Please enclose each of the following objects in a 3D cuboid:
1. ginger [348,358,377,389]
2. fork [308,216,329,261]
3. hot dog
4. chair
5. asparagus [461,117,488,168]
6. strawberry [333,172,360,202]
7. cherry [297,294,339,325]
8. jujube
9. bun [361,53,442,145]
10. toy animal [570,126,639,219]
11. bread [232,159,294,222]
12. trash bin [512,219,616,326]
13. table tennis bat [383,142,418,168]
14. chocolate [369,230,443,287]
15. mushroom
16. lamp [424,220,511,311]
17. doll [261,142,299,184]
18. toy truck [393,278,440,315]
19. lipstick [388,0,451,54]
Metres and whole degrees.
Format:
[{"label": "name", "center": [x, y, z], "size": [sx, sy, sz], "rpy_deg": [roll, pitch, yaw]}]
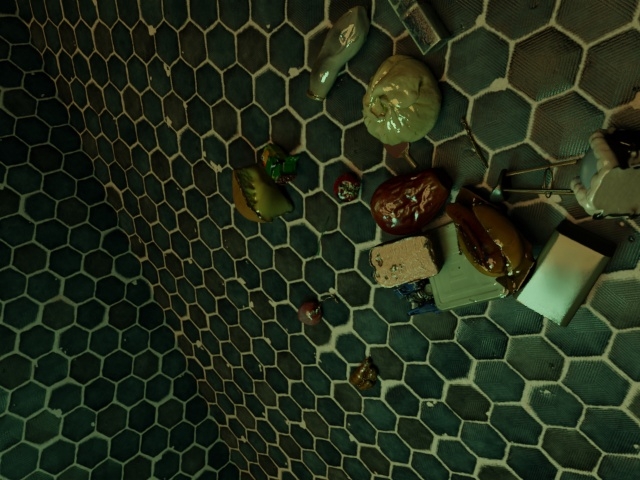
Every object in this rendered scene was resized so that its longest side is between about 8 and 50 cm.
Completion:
[{"label": "ginger", "center": [0.185, 0.571, 2.051], "size": [0.103, 0.073, 0.162], "rpy_deg": [41, 132, 18]}, {"label": "fork", "center": [0.002, 0.001, 1.956], "size": [0.021, 0.039, 0.235], "rpy_deg": [36, 128, 17]}, {"label": "hot dog", "center": [0.451, -0.005, 1.397], "size": [0.326, 0.107, 0.194], "rpy_deg": [48, 123, 37]}, {"label": "chair", "center": [0.572, -0.157, 1.329], "size": [0.222, 0.104, 0.095], "rpy_deg": [-3, 83, 38]}, {"label": "asparagus", "center": [0.445, -0.281, 1.428], "size": [0.166, 0.016, 0.013], "rpy_deg": [61, 169, -3]}, {"label": "strawberry", "center": [0.093, -0.188, 1.740], "size": [0.106, 0.106, 0.106], "rpy_deg": [20, 123, 34]}, {"label": "cherry", "center": [-0.011, 0.300, 2.085], "size": [0.226, 0.090, 0.107], "rpy_deg": [-22, 84, 37]}, {"label": "jujube", "center": [0.282, -0.125, 1.543], "size": [0.255, 0.190, 0.190], "rpy_deg": [-33, 87, 35]}, {"label": "bun", "center": [0.229, -0.404, 1.457], "size": [0.259, 0.160, 0.259], "rpy_deg": [17, 121, 32]}, {"label": "toy animal", "center": [0.692, -0.156, 1.159], "size": [0.156, 0.208, 0.204], "rpy_deg": [-108, 21, -52]}, {"label": "bread", "center": [-0.258, -0.178, 1.976], "size": [0.163, 0.204, 0.262], "rpy_deg": [-34, 83, 43]}, {"label": "trash bin", "center": [0.668, 0.089, 1.346], "size": [0.164, 0.122, 0.240], "rpy_deg": [34, 128, 24]}, {"label": "table tennis bat", "center": [0.260, -0.295, 1.588], "size": [0.156, 0.013, 0.087], "rpy_deg": [52, 133, 10]}, {"label": "chocolate", "center": [0.271, 0.060, 1.571], "size": [0.214, 0.093, 0.148], "rpy_deg": [-15, 94, 28]}, {"label": "mushroom", "center": [0.047, -0.589, 1.574], "size": [0.109, 0.097, 0.351], "rpy_deg": [55, 140, 10]}, {"label": "lamp", "center": [0.442, 0.069, 1.527], "size": [0.266, 0.047, 0.269], "rpy_deg": [-27, 70, 47]}, {"label": "doll", "center": [-0.160, -0.300, 1.893], "size": [0.186, 0.106, 0.134], "rpy_deg": [42, 130, 40]}, {"label": "toy truck", "center": [0.329, 0.177, 1.663], "size": [0.208, 0.126, 0.113], "rpy_deg": [54, 162, 7]}, {"label": "lipstick", "center": [0.249, -0.656, 1.367], "size": [0.077, 0.076, 0.289], "rpy_deg": [-35, 84, 48]}]
